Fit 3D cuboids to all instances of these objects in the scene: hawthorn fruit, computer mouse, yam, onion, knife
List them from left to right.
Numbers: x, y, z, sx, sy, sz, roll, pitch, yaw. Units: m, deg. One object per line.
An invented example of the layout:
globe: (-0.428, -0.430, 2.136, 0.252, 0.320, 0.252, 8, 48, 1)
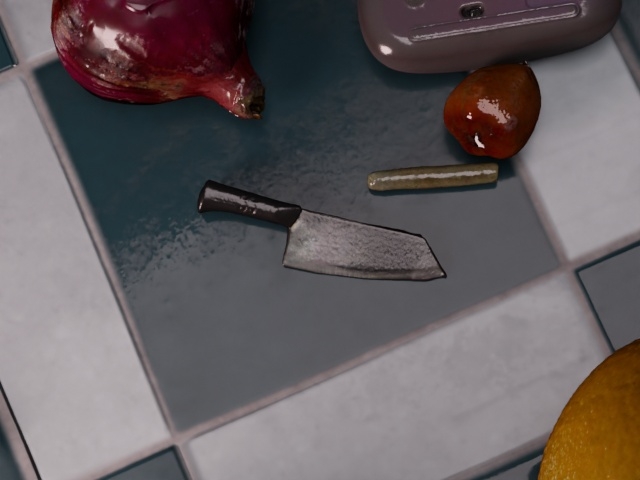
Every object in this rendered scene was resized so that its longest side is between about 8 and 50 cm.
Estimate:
onion: (-0.127, -0.189, 1.398, 0.195, 0.140, 0.218, -40, 81, -11)
knife: (0.000, 0.000, 1.399, 0.230, 0.028, 0.060, 13, 92, 5)
yam: (0.099, -0.056, 1.400, 0.116, 0.021, 0.021, -5, 78, 5)
computer mouse: (0.149, -0.214, 1.411, 0.232, 0.057, 0.120, -9, 74, 4)
hawthorn fruit: (0.155, -0.120, 1.382, 0.081, 0.081, 0.093, 29, 67, 10)

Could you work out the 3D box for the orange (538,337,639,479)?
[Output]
orange: (0.301, 0.196, 1.207, 0.274, 0.274, 0.274, -1, 78, 5)
